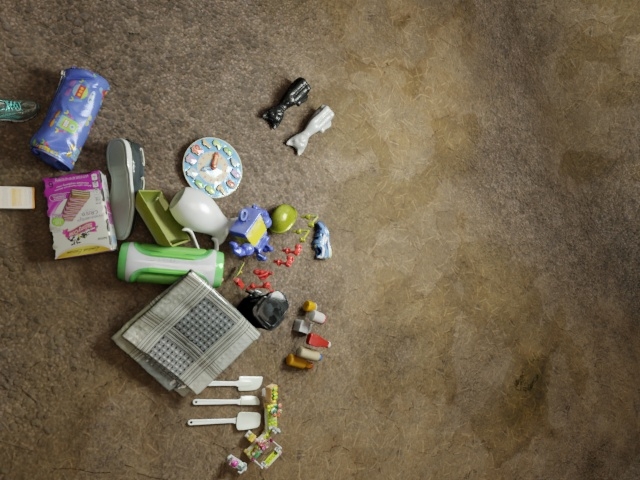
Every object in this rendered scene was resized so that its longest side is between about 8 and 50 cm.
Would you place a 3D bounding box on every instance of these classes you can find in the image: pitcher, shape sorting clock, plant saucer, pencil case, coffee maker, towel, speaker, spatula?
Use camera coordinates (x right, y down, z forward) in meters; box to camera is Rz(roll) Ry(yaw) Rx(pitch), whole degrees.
[{"bbox_3d":[-0.385,-0.056,1.520,0.207,0.125,0.178,38,65,-30],"label":"pitcher"},{"bbox_3d":[-0.360,-0.245,1.600,0.206,0.040,0.207,3,82,-27],"label":"shape sorting clock"},{"bbox_3d":[-0.487,-0.061,1.446,0.045,0.188,0.188,-30,94,4],"label":"plant saucer"},{"bbox_3d":[-0.726,-0.357,1.374,0.133,0.119,0.306,28,71,-40],"label":"pencil case"},{"bbox_3d":[-0.197,0.244,1.548,0.120,0.178,0.171,25,73,-22],"label":"coffee maker"},{"bbox_3d":[-0.396,0.292,1.420,0.324,0.056,0.312,-41,113,1],"label":"towel"},{"bbox_3d":[-0.448,0.076,1.441,0.296,0.131,0.131,6,81,-15],"label":"speaker"},{"bbox_3d":[-0.305,0.529,1.546,0.241,0.019,0.168,8,81,-28],"label":"spatula"}]

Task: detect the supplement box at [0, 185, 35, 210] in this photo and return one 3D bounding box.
[{"bbox_3d":[-0.853,-0.117,1.327,0.098,0.036,0.062,0,84,-28],"label":"supplement box"}]

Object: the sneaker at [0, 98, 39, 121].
[{"bbox_3d":[-0.875,-0.365,1.323,0.166,0.076,0.065,-20,94,-28],"label":"sneaker"}]

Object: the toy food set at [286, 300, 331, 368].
[{"bbox_3d":[-0.027,0.337,1.669,0.104,0.111,0.233,27,71,-35],"label":"toy food set"}]

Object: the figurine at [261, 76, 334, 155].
[{"bbox_3d":[-0.082,-0.450,1.755,0.215,0.092,0.209,46,74,-16],"label":"figurine"}]

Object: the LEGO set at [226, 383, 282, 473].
[{"bbox_3d":[-0.173,0.622,1.540,0.132,0.107,0.287,38,73,-31],"label":"LEGO set"}]

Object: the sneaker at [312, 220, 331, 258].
[{"bbox_3d":[0.000,0.000,1.753,0.059,0.053,0.144,-10,88,-26],"label":"sneaker"}]

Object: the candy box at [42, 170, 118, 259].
[{"bbox_3d":[-0.687,-0.071,1.365,0.159,0.071,0.234,-10,89,-9],"label":"candy box"}]

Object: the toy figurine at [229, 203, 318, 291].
[{"bbox_3d":[-0.181,-0.039,1.536,0.363,0.191,0.217,-58,141,-28],"label":"toy figurine"}]

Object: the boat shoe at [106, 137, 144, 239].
[{"bbox_3d":[-0.578,-0.153,1.439,0.091,0.114,0.303,-6,102,-67],"label":"boat shoe"}]
